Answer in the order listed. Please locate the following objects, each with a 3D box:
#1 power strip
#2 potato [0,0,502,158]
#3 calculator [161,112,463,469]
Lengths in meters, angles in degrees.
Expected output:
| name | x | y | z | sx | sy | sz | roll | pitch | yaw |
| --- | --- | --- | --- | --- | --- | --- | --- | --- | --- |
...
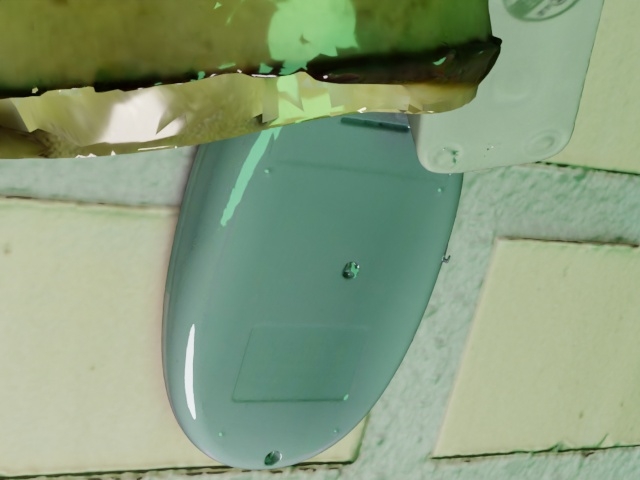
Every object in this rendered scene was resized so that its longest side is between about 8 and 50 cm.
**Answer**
| name | x | y | z | sx | sy | sz | roll | pitch | yaw |
| --- | --- | --- | --- | --- | --- | --- | --- | --- | --- |
| power strip | 0.093 | -0.166 | 0.615 | 0.091 | 0.062 | 0.385 | -9 | 142 | -8 |
| potato | -0.071 | -0.154 | 0.546 | 0.242 | 0.285 | 0.242 | -1 | 90 | -66 |
| calculator | 0.000 | 0.000 | 0.779 | 0.185 | 0.041 | 0.299 | 6 | 108 | -36 |
